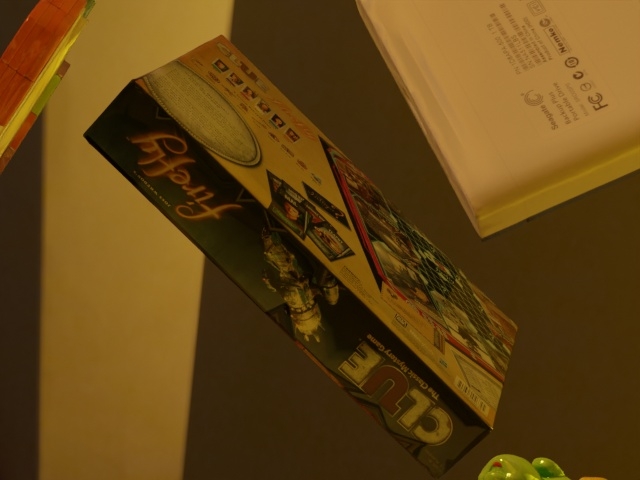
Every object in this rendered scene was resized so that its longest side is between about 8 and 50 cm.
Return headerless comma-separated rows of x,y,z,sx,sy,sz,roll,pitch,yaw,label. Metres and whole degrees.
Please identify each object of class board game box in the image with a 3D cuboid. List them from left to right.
0.000,0.000,0.857,0.243,0.042,0.165,45,-161,-2,board game box

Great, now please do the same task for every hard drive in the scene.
0.205,-0.147,1.022,0.319,0.040,0.210,-24,-125,-1,hard drive

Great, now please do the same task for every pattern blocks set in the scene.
-0.174,-0.028,0.784,0.026,0.285,0.324,33,-114,-11,pattern blocks set

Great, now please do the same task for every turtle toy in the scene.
0.152,0.193,1.094,0.095,0.130,0.066,-8,-150,48,turtle toy
